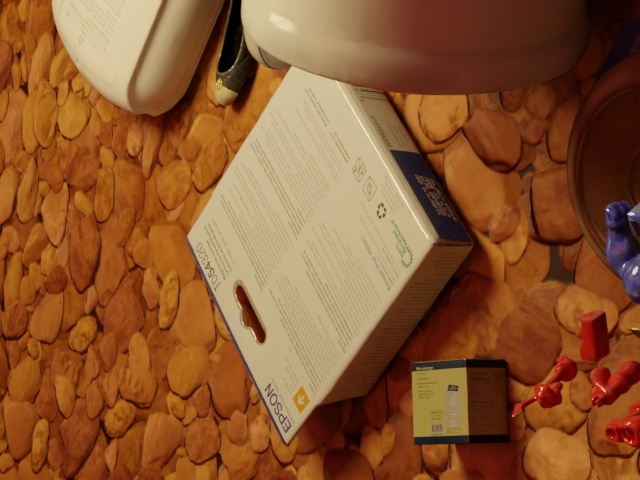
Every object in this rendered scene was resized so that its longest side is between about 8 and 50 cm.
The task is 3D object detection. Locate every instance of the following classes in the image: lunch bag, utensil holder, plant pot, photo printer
[{"bbox_3d":[0.293,-0.150,1.676,0.067,0.065,0.098,46,120,43],"label":"lunch bag"},{"bbox_3d":[0.103,-0.366,1.650,0.327,0.327,0.385,38,131,46],"label":"utensil holder"},{"bbox_3d":[0.308,-0.051,1.620,0.236,0.032,0.236,15,113,39],"label":"plant pot"},{"bbox_3d":[-0.220,-0.325,2.295,0.256,0.107,0.307,48,123,41],"label":"photo printer"}]

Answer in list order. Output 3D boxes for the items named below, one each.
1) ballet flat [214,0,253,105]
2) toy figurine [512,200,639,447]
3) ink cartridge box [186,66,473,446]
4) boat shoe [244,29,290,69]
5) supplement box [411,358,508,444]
[{"bbox_3d":[-0.103,-0.245,2.188,0.057,0.049,0.173,26,107,50],"label":"ballet flat"},{"bbox_3d":[0.319,0.042,1.475,0.362,0.191,0.217,11,118,46],"label":"toy figurine"},{"bbox_3d":[0.000,0.000,2.024,0.330,0.071,0.324,-57,46,35],"label":"ink cartridge box"},{"bbox_3d":[0.000,-0.296,1.993,0.088,0.096,0.267,44,118,41],"label":"boat shoe"},{"bbox_3d":[0.139,0.162,1.845,0.083,0.056,0.083,-9,80,50],"label":"supplement box"}]
